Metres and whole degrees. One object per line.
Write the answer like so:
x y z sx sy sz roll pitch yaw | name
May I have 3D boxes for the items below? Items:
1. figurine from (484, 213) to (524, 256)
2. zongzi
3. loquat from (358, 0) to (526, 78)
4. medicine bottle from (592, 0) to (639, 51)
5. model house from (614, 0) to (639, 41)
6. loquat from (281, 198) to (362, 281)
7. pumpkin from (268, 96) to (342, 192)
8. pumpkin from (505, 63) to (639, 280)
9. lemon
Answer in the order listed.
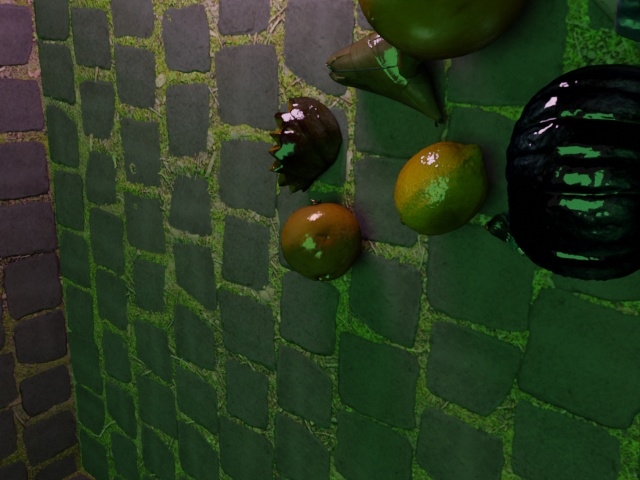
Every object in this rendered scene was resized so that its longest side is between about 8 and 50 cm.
0.406 -0.011 1.248 0.106 0.047 0.060 44 156 11 | figurine
0.150 -0.350 1.321 0.228 0.115 0.256 -16 101 42 | zongzi
0.217 -0.476 1.087 0.328 0.328 0.360 39 131 23 | loquat
0.549 -0.402 0.984 0.105 0.105 0.168 -45 73 37 | medicine bottle
0.584 -0.382 0.719 0.394 0.445 0.400 23 111 31 | model house
0.000 0.000 1.475 0.208 0.208 0.208 12 110 36 | loquat
-0.040 -0.240 1.480 0.149 0.130 0.254 6 105 37 | pumpkin
0.458 -0.106 0.976 0.266 0.363 0.364 10 109 28 | pumpkin
0.258 -0.109 1.246 0.188 0.188 0.257 52 131 15 | lemon
